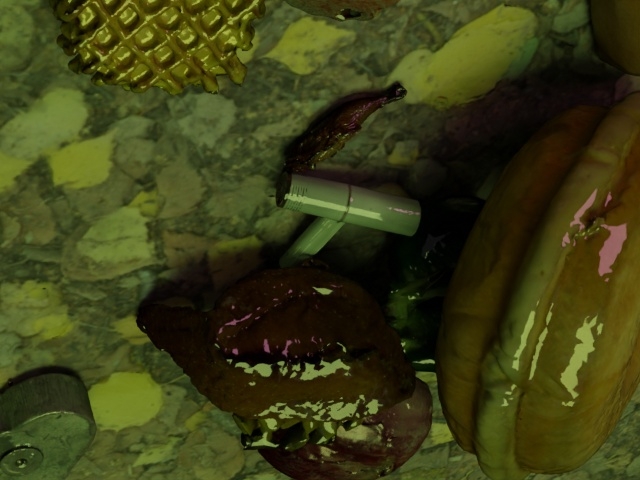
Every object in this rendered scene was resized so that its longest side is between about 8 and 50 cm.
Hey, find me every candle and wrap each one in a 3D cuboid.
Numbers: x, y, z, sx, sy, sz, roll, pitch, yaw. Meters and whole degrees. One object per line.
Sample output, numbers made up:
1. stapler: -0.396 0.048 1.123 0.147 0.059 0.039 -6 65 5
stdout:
1. candle: -0.347 0.232 1.545 0.192 0.068 0.168 -17 140 -5

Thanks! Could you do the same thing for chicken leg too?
1. chicken leg: 0.025 -0.115 1.392 0.145 0.037 0.062 -39 160 16

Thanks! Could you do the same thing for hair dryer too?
1. hair dryer: 0.007 0.003 1.492 0.155 0.044 0.183 13 139 -14

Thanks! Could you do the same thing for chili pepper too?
1. chili pepper: 0.133 0.038 1.564 0.148 0.116 0.264 3 134 -9

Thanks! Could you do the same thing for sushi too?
1. sushi: -0.041 0.127 1.493 0.297 0.166 0.179 -2 152 -21

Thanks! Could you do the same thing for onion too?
1. onion: -0.010 0.228 1.646 0.284 0.120 0.227 15 145 -21

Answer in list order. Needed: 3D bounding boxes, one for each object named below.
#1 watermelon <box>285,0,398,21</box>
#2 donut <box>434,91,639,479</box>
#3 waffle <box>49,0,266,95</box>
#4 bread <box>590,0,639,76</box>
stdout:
1. watermelon: 0.049 -0.279 1.111 0.193 0.139 0.257 41 105 -20
2. donut: 0.272 0.053 1.460 0.449 0.198 0.448 -49 151 -40
3. waffle: -0.139 -0.215 1.180 0.193 0.070 0.197 -12 135 -16
4. bread: 0.376 -0.242 1.360 0.174 0.133 0.251 -24 139 -5
